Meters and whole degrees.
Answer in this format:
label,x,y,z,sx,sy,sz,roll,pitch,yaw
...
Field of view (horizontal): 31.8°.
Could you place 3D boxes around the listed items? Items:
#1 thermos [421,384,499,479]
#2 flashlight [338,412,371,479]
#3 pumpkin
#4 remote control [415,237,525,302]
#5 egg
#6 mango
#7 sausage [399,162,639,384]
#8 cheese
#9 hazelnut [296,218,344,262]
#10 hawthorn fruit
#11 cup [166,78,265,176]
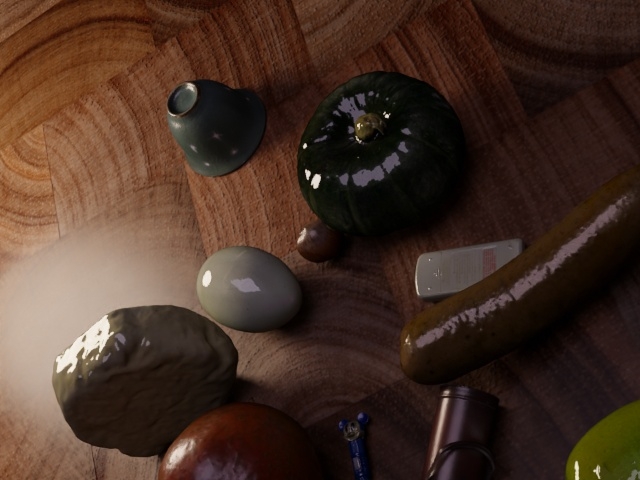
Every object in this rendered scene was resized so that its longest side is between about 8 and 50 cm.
label,x,y,z,sx,sy,sz,roll,pitch,yaw
thermos,0.200,0.342,1.697,0.124,0.099,0.232,155,132,-67
flashlight,0.059,0.340,1.820,0.057,0.035,0.121,-23,57,21
pumpkin,0.096,-0.150,1.927,0.300,0.207,0.300,-11,63,22
remote control,0.245,0.051,1.847,0.190,0.029,0.087,-11,62,27
egg,-0.124,0.088,1.988,0.209,0.151,0.151,13,74,32
mango,0.451,0.304,1.517,0.273,0.149,0.185,-44,44,-1
sausage,0.335,0.064,1.716,0.501,0.123,0.136,-35,96,6
cheese,-0.300,0.249,1.952,0.318,0.326,0.115,-7,49,-13
hazelnut,0.000,0.000,2.000,0.086,0.086,0.086,-14,60,26
hawthorn fruit,-0.118,0.373,1.792,0.277,0.277,0.298,-21,38,23
cup,-0.229,-0.245,2.220,0.199,0.150,0.199,-14,61,26
